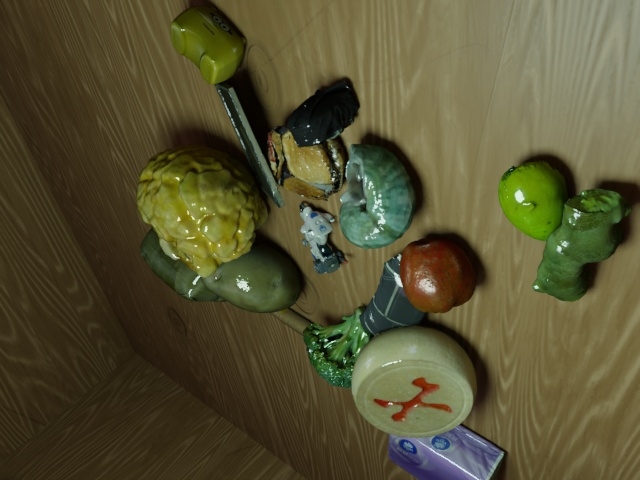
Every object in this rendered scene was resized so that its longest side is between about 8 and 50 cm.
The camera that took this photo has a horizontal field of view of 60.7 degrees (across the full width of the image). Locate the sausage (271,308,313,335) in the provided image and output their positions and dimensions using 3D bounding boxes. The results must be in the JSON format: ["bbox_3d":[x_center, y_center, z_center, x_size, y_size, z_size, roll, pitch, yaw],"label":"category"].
[{"bbox_3d":[-0.074,0.302,1.974,0.301,0.066,0.066,28,141,30],"label":"sausage"}]

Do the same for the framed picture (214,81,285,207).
[{"bbox_3d":[-0.197,-0.268,1.487,0.335,0.022,0.247,67,170,-25],"label":"framed picture"}]

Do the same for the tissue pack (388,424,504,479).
[{"bbox_3d":[0.394,0.692,1.744,0.338,0.160,0.242,25,140,31],"label":"tissue pack"}]

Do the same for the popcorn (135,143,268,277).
[{"bbox_3d":[-0.342,-0.115,1.612,0.390,0.344,0.354,58,151,-1],"label":"popcorn"}]

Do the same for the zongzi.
[{"bbox_3d":[-0.454,0.100,2.036,0.356,0.174,0.393,36,-173,27],"label":"zongzi"}]

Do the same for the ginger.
[{"bbox_3d":[0.486,0.022,1.021,0.290,0.137,0.089,96,155,-44],"label":"ginger"}]

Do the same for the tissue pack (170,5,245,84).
[{"bbox_3d":[-0.275,-0.492,1.366,0.178,0.127,0.123,47,153,4],"label":"tissue pack"}]

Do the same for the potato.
[{"bbox_3d":[-0.216,0.118,1.773,0.326,0.221,0.243,27,176,-5],"label":"potato"}]

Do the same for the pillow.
[{"bbox_3d":[0.209,0.171,1.485,0.161,0.093,0.335,27,137,8],"label":"pillow"}]

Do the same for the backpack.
[{"bbox_3d":[0.003,-0.274,1.232,0.120,0.165,0.106,7,138,50],"label":"backpack"}]

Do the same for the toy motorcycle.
[{"bbox_3d":[0.000,0.000,1.570,0.150,0.102,0.221,28,143,62],"label":"toy motorcycle"}]

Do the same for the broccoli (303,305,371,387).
[{"bbox_3d":[0.079,0.320,1.704,0.268,0.254,0.269,3,109,9],"label":"broccoli"}]

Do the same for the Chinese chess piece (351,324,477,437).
[{"bbox_3d":[0.252,0.387,1.489,0.337,0.141,0.338,3,125,4],"label":"Chinese chess piece"}]

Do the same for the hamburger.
[{"bbox_3d":[-0.033,-0.207,1.390,0.230,0.107,0.231,26,137,27],"label":"hamburger"}]

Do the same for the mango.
[{"bbox_3d":[0.408,-0.068,1.036,0.119,0.100,0.178,-6,130,46],"label":"mango"}]

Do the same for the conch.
[{"bbox_3d":[0.125,-0.086,1.284,0.220,0.195,0.277,53,176,31],"label":"conch"}]

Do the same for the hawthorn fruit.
[{"bbox_3d":[0.267,0.079,1.279,0.189,0.189,0.189,29,142,26],"label":"hawthorn fruit"}]
